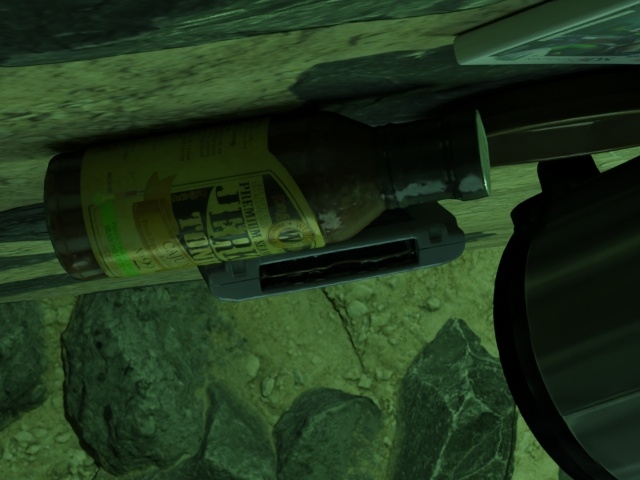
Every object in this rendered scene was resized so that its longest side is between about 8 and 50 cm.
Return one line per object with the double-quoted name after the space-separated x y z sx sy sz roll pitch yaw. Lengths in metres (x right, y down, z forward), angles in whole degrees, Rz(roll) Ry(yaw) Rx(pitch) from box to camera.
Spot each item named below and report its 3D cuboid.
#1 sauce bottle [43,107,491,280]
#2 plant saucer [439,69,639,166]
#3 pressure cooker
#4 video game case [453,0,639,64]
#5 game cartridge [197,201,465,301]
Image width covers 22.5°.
-0.041 -0.044 1.262 0.344 0.111 0.111 -10 175 11 "sauce bottle"
0.220 -0.104 1.386 0.278 0.041 0.278 -8 176 0 "plant saucer"
0.384 0.078 1.686 0.375 0.370 0.420 32 142 -28 "pressure cooker"
0.209 -0.139 1.010 0.173 0.022 0.190 -5 175 -35 "video game case"
0.000 0.000 1.863 0.294 0.060 0.196 -10 -159 -10 "game cartridge"
